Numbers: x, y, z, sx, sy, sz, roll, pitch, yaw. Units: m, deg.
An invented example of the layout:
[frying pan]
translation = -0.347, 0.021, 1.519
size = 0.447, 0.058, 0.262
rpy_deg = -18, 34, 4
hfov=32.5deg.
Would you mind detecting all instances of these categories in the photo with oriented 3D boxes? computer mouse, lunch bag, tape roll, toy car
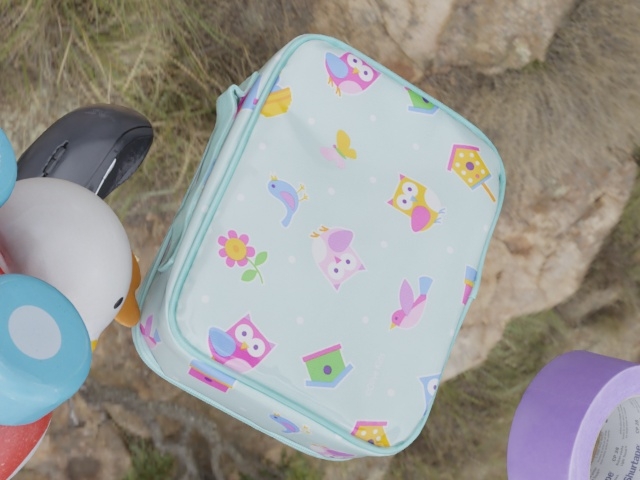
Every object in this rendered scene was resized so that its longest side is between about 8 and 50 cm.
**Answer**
[computer mouse]
translation = -0.236, -0.039, 1.071
size = 0.262, 0.184, 0.060
rpy_deg = -48, 155, -27
[lunch bag]
translation = 0.000, 0.000, 0.795
size = 0.224, 0.108, 0.279
rpy_deg = 28, 65, -13
[tape roll]
translation = 0.282, 0.212, 1.121
size = 0.189, 0.080, 0.189
rpy_deg = -8, 103, -38
[toy car]
translation = -0.186, 0.039, 0.675
size = 0.219, 0.210, 0.238
rpy_deg = -34, 165, 35
